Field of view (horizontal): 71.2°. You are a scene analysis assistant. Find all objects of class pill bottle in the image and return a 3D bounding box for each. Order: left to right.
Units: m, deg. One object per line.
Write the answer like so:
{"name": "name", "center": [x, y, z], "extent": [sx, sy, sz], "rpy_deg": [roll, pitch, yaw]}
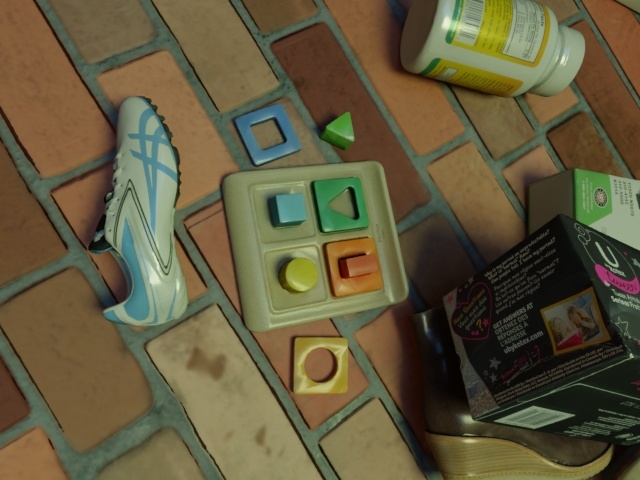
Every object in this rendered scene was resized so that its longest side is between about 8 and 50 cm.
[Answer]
{"name": "pill bottle", "center": [0.219, -0.252, 0.572], "extent": [0.209, 0.117, 0.117], "rpy_deg": [9, 79, -13]}

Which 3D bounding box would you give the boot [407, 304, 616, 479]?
{"name": "boot", "center": [0.226, 0.166, 0.521], "extent": [0.249, 0.090, 0.206], "rpy_deg": [-3, 76, -23]}

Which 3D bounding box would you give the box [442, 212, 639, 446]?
{"name": "box", "center": [0.276, 0.103, 0.447], "extent": [0.248, 0.163, 0.142], "rpy_deg": [19, 47, -23]}

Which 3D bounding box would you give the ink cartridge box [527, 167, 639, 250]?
{"name": "ink cartridge box", "center": [0.394, 0.006, 0.589], "extent": [0.220, 0.092, 0.160], "rpy_deg": [6, 80, -13]}

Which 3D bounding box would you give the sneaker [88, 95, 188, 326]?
{"name": "sneaker", "center": [-0.184, -0.033, 0.443], "extent": [0.086, 0.085, 0.236], "rpy_deg": [-3, 82, -31]}

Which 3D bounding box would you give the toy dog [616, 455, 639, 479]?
{"name": "toy dog", "center": [0.491, 0.245, 0.492], "extent": [0.334, 0.161, 0.220], "rpy_deg": [-26, 51, 6]}

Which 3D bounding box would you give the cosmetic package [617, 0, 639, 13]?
{"name": "cosmetic package", "center": [0.579, -0.471, 0.688], "extent": [0.386, 0.156, 0.217], "rpy_deg": [23, 76, -11]}

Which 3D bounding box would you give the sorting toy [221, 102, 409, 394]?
{"name": "sorting toy", "center": [0.000, 0.000, 0.508], "extent": [0.196, 0.047, 0.347], "rpy_deg": [-9, 84, -16]}
